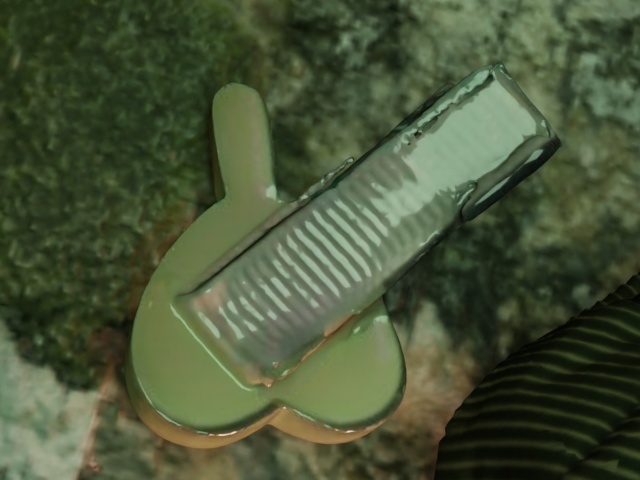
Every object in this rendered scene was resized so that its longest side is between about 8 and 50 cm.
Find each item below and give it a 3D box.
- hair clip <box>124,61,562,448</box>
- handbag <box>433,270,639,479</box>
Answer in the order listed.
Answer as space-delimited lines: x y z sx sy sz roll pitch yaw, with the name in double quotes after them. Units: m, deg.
-0.002 -0.002 0.598 0.218 0.071 0.159 -41 83 -20 "hair clip"
0.234 0.121 0.524 0.341 0.247 0.240 40 77 -5 "handbag"
